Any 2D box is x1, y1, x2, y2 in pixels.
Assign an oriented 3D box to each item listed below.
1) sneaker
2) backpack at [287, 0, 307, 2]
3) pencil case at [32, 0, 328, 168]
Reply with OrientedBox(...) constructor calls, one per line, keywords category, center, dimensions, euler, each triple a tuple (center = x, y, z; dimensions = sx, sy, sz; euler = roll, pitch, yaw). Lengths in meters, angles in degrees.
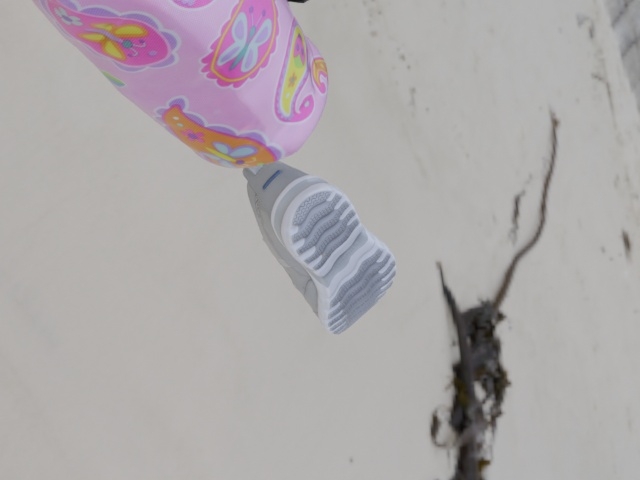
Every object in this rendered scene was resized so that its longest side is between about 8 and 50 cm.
OrientedBox(category="sneaker", center=(0.000, 0.000, 1.019), dimensions=(0.105, 0.115, 0.281), euler=(-40, 147, -11))
OrientedBox(category="backpack", center=(-0.055, -0.347, 0.833), dimensions=(0.263, 0.213, 0.277), euler=(36, 50, -7))
OrientedBox(category="pencil case", center=(-0.098, -0.148, 0.574), dimensions=(0.284, 0.124, 0.124), euler=(41, 47, -56))
